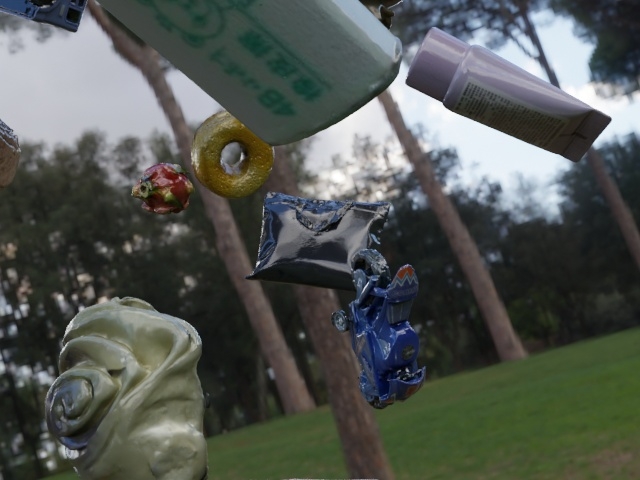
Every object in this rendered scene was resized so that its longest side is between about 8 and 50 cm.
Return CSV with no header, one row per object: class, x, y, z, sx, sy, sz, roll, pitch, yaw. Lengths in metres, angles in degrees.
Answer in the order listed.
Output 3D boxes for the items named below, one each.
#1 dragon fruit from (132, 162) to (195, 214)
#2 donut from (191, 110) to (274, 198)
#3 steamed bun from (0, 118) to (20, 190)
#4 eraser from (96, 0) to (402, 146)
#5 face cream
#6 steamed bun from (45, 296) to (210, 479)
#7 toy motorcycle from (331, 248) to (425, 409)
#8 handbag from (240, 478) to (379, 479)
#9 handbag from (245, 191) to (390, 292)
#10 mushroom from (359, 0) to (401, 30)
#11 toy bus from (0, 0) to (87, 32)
dragon fruit,-0.247,-0.080,1.694,0.086,0.081,0.116,24,13,32
donut,-0.141,-0.136,1.794,0.152,0.152,0.058,-16,27,-10
steamed bun,-0.695,-0.155,1.900,0.251,0.199,0.301,4,-19,33
eraser,-0.078,-0.229,1.092,0.189,0.104,0.290,-23,-49,38
face cream,0.256,-0.196,1.510,0.096,0.274,0.154,-61,-3,-22
steamed bun,-0.358,0.276,1.905,0.237,0.394,0.346,-6,-39,-36
toy motorcycle,0.075,0.112,1.264,0.076,0.205,0.114,-15,23,-30
handbag,-0.029,0.572,2.233,0.298,0.171,0.151,4,-15,-25
handbag,0.000,0.000,2.095,0.254,0.211,0.089,7,-32,9
mushroom,0.013,-0.395,1.671,0.362,0.295,0.362,-17,-2,-1
toy bus,-0.373,-0.453,1.555,0.125,0.292,0.133,20,5,30
